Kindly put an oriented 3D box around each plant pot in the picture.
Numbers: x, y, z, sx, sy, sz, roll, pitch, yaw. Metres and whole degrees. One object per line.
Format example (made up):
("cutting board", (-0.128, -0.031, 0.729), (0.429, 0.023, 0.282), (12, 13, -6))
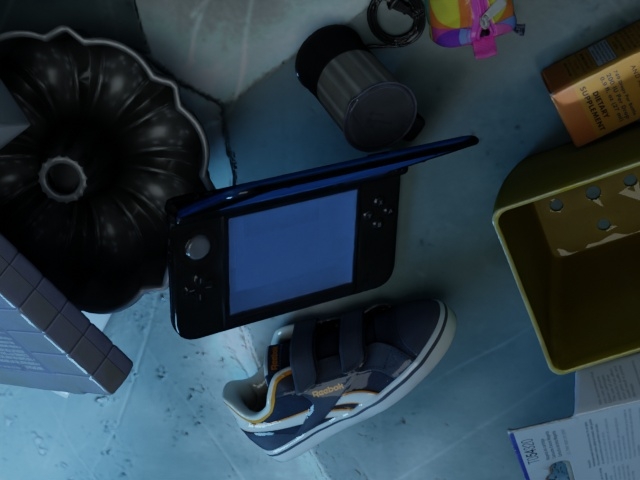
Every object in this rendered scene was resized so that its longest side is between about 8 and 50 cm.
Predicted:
("plant pot", (0.313, -0.016, 1.127), (0.212, 0.187, 0.212), (-19, 114, 14))

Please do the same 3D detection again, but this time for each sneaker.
("sneaker", (0.013, 0.156, 1.272), (0.321, 0.126, 0.127), (-38, 114, 22))

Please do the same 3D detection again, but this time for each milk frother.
("milk frother", (0.064, -0.186, 1.090), (0.129, 0.135, 0.143), (2, 125, -31))

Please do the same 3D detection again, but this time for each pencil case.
("pencil case", (0.147, -0.311, 1.043), (0.104, 0.104, 0.236), (-8, 115, 8))

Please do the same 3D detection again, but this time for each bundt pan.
("bundt pan", (-0.275, -0.086, 1.163), (0.330, 0.124, 0.331), (1, 110, 2))

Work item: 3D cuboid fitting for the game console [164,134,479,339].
("game console", (0.000, 0.000, 1.099), (0.293, 0.173, 0.250), (-14, 121, -27))

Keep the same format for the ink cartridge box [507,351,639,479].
("ink cartridge box", (0.397, 0.223, 1.214), (0.330, 0.071, 0.324), (-14, 144, 10))

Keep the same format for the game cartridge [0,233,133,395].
("game cartridge", (-0.386, 0.079, 1.143), (0.355, 0.068, 0.230), (-1, 142, 43))

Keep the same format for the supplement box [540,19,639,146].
("supplement box", (0.359, -0.192, 1.097), (0.233, 0.080, 0.078), (-27, 114, 15))

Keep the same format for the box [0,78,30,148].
("box", (-0.490, -0.191, 1.002), (0.215, 0.168, 0.345), (-34, 89, 15))

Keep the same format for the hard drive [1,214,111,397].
("hard drive", (-0.423, 0.049, 1.301), (0.318, 0.040, 0.210), (27, 115, -9))
